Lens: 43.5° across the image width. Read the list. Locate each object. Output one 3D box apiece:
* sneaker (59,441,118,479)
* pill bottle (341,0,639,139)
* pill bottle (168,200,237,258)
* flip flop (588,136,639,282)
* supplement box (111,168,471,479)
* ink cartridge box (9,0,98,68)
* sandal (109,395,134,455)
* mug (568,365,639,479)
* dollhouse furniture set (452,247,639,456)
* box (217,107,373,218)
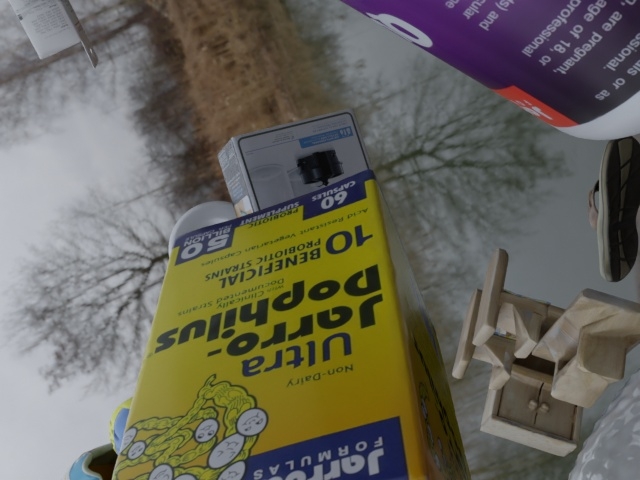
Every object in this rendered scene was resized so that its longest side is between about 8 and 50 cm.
[{"bbox_3d":[-0.243,0.316,1.111,0.092,0.229,0.087,-51,60,33],"label":"sneaker"},{"bbox_3d":[0.100,-0.168,0.381,0.323,0.181,0.181,28,-178,-11],"label":"pill bottle"},{"bbox_3d":[-0.150,0.021,1.231,0.245,0.136,0.136,126,120,-84],"label":"pill bottle"},{"bbox_3d":[0.537,-0.058,1.484,0.080,0.112,0.277,28,128,55],"label":"flip flop"},{"bbox_3d":[-0.007,0.130,0.596,0.356,0.194,0.195,-93,-18,-59],"label":"supplement box"},{"bbox_3d":[-0.166,-0.139,0.483,0.048,0.028,0.083,-122,8,-68],"label":"ink cartridge box"},{"bbox_3d":[-0.160,0.312,0.993,0.138,0.126,0.317,47,160,53],"label":"sandal"},{"bbox_3d":[0.405,0.242,0.667,0.374,0.328,0.276,50,170,8],"label":"mug"},{"bbox_3d":[0.412,0.158,1.306,0.394,0.362,0.256,101,-173,-59],"label":"dollhouse furniture set"},{"bbox_3d":[0.000,0.000,0.989,0.087,0.169,0.290,-23,83,69],"label":"box"}]
